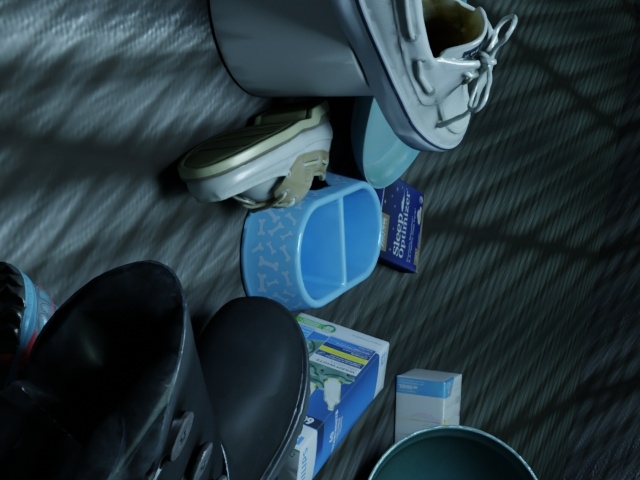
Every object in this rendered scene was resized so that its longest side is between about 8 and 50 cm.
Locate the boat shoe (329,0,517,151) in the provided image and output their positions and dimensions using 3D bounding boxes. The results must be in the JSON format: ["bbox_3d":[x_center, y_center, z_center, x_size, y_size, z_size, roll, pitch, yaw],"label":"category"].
[{"bbox_3d":[0.142,-0.217,1.119,0.367,0.156,0.135,54,46,-52],"label":"boat shoe"}]

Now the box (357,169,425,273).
[{"bbox_3d":[0.111,-0.030,1.604,0.225,0.036,0.136,21,74,-62],"label":"box"}]

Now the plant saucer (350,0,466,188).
[{"bbox_3d":[0.123,-0.229,1.449,0.317,0.044,0.317,-52,157,-33],"label":"plant saucer"}]

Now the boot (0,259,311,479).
[{"bbox_3d":[-0.127,0.133,0.887,0.445,0.146,0.367,76,28,-61],"label":"boot"}]

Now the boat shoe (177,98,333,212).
[{"bbox_3d":[-0.056,-0.086,1.166,0.302,0.113,0.103,-37,120,-58],"label":"boat shoe"}]

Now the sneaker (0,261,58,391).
[{"bbox_3d":[-0.255,0.156,0.801,0.125,0.104,0.261,46,52,-59],"label":"sneaker"}]

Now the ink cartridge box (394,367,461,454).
[{"bbox_3d":[0.184,0.301,1.728,0.092,0.090,0.143,-4,98,-64],"label":"ink cartridge box"}]

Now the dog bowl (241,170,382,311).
[{"bbox_3d":[0.000,0.000,1.336,0.297,0.074,0.166,-27,117,-61],"label":"dog bowl"}]

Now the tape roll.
[{"bbox_3d":[0.001,-0.293,1.193,0.246,0.169,0.246,-13,105,-62],"label":"tape roll"}]

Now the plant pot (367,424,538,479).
[{"bbox_3d":[0.197,0.464,1.606,0.196,0.293,0.293,101,5,-65],"label":"plant pot"}]

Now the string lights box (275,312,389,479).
[{"bbox_3d":[-0.028,0.193,1.222,0.260,0.133,0.076,-41,143,-56],"label":"string lights box"}]
